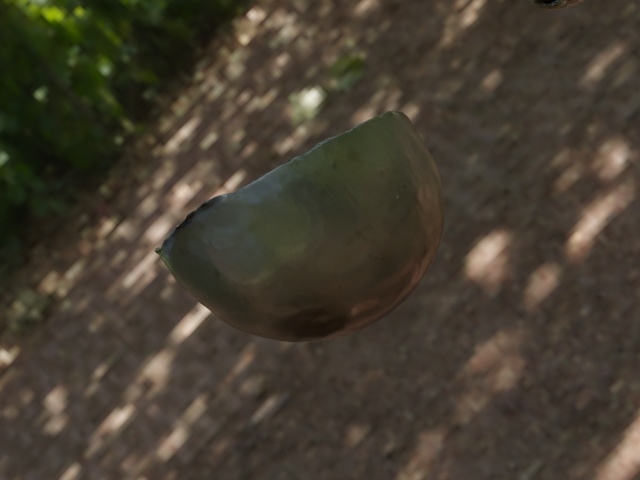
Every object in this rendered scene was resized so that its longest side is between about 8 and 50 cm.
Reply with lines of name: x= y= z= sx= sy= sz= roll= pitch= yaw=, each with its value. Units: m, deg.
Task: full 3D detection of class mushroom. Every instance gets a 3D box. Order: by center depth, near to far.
mushroom: x=0.000 y=0.000 z=1.107 sx=0.188 sy=0.117 sz=0.141 roll=-23 pitch=-19 yaw=-36

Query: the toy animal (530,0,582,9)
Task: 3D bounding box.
toy animal: x=0.153 y=-0.277 z=1.444 sx=0.168 sy=0.233 sz=0.121 roll=-12 pitch=47 yaw=-1
